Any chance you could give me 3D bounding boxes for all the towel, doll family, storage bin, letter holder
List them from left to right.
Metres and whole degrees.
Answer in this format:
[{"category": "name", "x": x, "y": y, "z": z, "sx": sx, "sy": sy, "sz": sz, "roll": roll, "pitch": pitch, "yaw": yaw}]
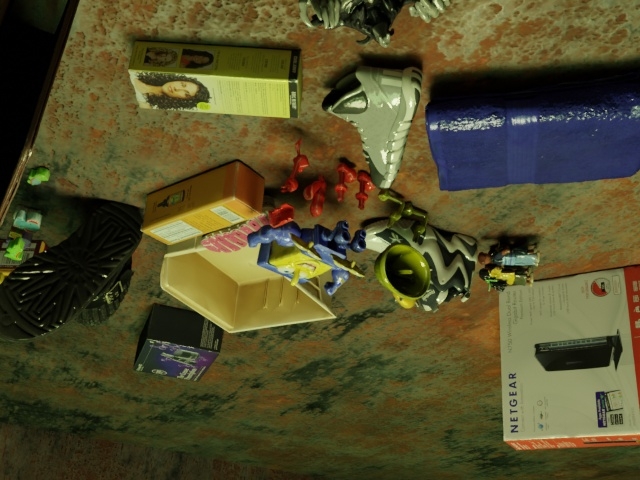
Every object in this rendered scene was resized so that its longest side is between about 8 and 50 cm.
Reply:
[{"category": "letter holder", "x": -0.389, "y": -0.205, "z": 0.902, "sx": 0.152, "sy": 0.301, "sz": 0.214, "roll": 20, "pitch": 148, "yaw": -25}, {"category": "storage bin", "x": -0.139, "y": 0.069, "z": 1.555, "sx": 0.262, "sy": 0.123, "sz": 0.260, "roll": -11, "pitch": 148, "yaw": 27}, {"category": "doll family", "x": 0.357, "y": 0.049, "z": 1.498, "sx": 0.111, "sy": 0.076, "sz": 0.193, "roll": 5, "pitch": 147, "yaw": 9}, {"category": "towel", "x": 0.314, "y": -0.155, "z": 1.133, "sx": 0.308, "sy": 0.076, "sz": 0.227, "roll": -3, "pitch": 158, "yaw": 13}]

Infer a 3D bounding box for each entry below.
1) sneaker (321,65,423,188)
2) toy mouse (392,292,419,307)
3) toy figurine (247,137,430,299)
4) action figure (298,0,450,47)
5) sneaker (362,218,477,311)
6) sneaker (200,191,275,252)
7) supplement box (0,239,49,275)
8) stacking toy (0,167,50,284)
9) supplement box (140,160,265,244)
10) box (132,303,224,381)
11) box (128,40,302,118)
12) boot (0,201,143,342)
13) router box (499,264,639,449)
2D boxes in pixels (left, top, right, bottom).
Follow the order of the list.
[{"category": "sneaker", "x": 0.064, "y": -0.172, "z": 1.135, "sx": 0.132, "sy": 0.086, "sz": 0.228, "roll": 11, "pitch": 141, "yaw": 0}, {"category": "toy mouse", "x": 0.214, "y": 0.112, "z": 1.672, "sx": 0.161, "sy": 0.031, "sz": 0.143, "roll": 28, "pitch": 144, "yaw": -35}, {"category": "toy figurine", "x": 0.000, "y": 0.000, "z": 1.336, "sx": 0.217, "sy": 0.191, "sz": 0.363, "roll": -20, "pitch": 149, "yaw": 40}, {"category": "action figure", "x": 0.050, "y": -0.290, "z": 0.849, "sx": 0.164, "sy": 0.140, "sz": 0.275, "roll": -12, "pitch": 148, "yaw": 7}, {"category": "sneaker", "x": 0.183, "y": 0.055, "z": 1.445, "sx": 0.235, "sy": 0.153, "sz": 0.094, "roll": 15, "pitch": 148, "yaw": -18}, {"category": "sneaker", "x": -0.146, "y": -0.036, "z": 1.406, "sx": 0.170, "sy": 0.074, "sz": 0.063, "roll": -27, "pitch": 138, "yaw": 27}, {"category": "supplement box", "x": -0.627, "y": 0.078, "z": 1.693, "sx": 0.104, "sy": 0.080, "sz": 0.188, "roll": 2, "pitch": 151, "yaw": 6}, {"category": "stacking toy", "x": -0.540, "y": -0.016, "z": 1.416, "sx": 0.052, "sy": 0.166, "sz": 0.221, "roll": 18, "pitch": 148, "yaw": -22}, {"category": "supplement box", "x": -0.211, "y": -0.062, "z": 1.373, "sx": 0.233, "sy": 0.078, "sz": 0.080, "roll": -14, "pitch": 149, "yaw": 32}, {"category": "box", "x": -0.367, "y": 0.268, "z": 1.986, "sx": 0.184, "sy": 0.103, "sz": 0.261, "roll": 16, "pitch": 150, "yaw": -14}, {"category": "box", "x": -0.143, "y": -0.224, "z": 1.083, "sx": 0.232, "sy": 0.058, "sz": 0.087, "roll": 3, "pitch": 152, "yaw": 3}, {"category": "boot", "x": -0.475, "y": 0.101, "z": 1.477, "sx": 0.131, "sy": 0.348, "sz": 0.260, "roll": 43, "pitch": 144, "yaw": 3}, {"category": "router box", "x": 0.515, "y": 0.236, "z": 1.534, "sx": 0.301, "sy": 0.335, "sz": 0.082, "roll": -12, "pitch": 148, "yaw": 28}]
